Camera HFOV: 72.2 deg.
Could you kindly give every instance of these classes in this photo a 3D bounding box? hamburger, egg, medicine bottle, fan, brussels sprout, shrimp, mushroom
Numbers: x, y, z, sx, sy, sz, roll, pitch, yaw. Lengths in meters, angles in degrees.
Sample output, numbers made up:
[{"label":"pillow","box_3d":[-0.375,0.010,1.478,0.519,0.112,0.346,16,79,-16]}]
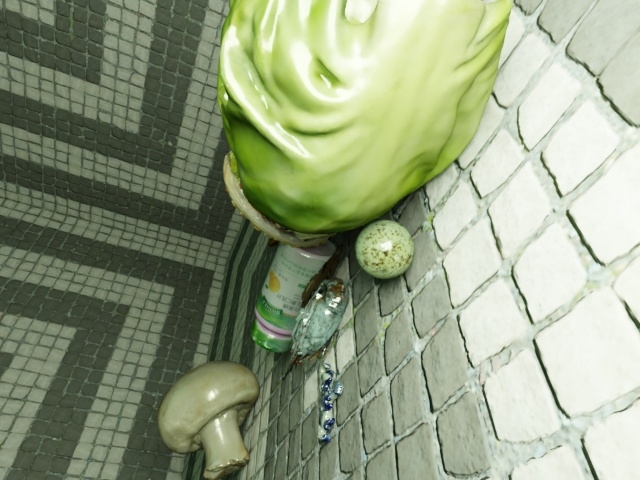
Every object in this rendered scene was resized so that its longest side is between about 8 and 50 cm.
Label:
[{"label":"hamburger","box_3d":[-0.051,-0.128,0.902,0.170,0.301,0.302,-44,31,37]},{"label":"egg","box_3d":[0.091,0.012,0.638,0.110,0.085,0.085,-140,67,-76]},{"label":"medicine bottle","box_3d":[-0.067,0.119,0.992,0.133,0.133,0.274,-104,33,-62]},{"label":"fan","box_3d":[-0.007,0.113,0.909,0.152,0.008,0.227,-48,-19,-39]},{"label":"brussels sprout","box_3d":[0.032,-0.190,0.612,0.425,0.342,0.361,-89,4,-58]},{"label":"shrimp","box_3d":[-0.019,0.173,0.834,0.233,0.090,0.079,-59,37,1]},{"label":"mushroom","box_3d":[-0.286,0.497,1.227,0.290,0.297,0.298,49,130,28]}]

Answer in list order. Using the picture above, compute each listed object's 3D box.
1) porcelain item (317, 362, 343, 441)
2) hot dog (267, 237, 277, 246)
[{"label":"porcelain item","box_3d":[0.019,0.264,0.749,0.075,0.021,0.136,-54,25,41]},{"label":"hot dog","box_3d":[-0.182,-0.006,1.700,0.083,0.035,0.058,140,147,-63]}]
